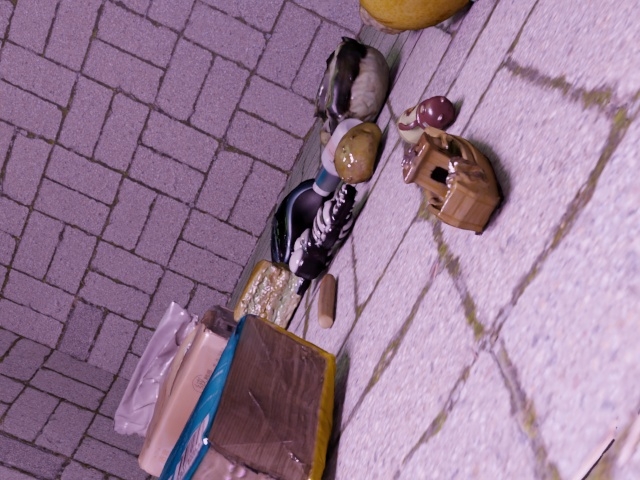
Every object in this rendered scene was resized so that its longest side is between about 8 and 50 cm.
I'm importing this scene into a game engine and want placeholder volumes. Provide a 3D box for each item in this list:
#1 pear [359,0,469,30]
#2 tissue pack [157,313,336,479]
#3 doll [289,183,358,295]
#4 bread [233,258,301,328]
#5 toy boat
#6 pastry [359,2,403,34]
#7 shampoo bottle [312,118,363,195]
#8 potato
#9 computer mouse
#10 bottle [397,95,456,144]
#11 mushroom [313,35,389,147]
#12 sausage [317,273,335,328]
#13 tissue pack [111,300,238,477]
[{"bbox_3d":[0.142,-0.413,1.006,0.208,0.209,0.209,-63,8,16],"label":"pear"},{"bbox_3d":[-0.091,0.244,0.754,0.270,0.134,0.192,-60,9,34],"label":"tissue pack"},{"bbox_3d":[0.000,0.000,1.161,0.091,0.067,0.219,-82,16,-51],"label":"doll"},{"bbox_3d":[-0.099,0.106,1.367,0.138,0.102,0.196,-62,7,1],"label":"bread"},{"bbox_3d":[0.106,-0.062,0.625,0.064,0.072,0.206,-61,10,18],"label":"toy boat"},{"bbox_3d":[0.182,-0.533,1.342,0.329,0.137,0.329,-62,10,19],"label":"pastry"},{"bbox_3d":[0.034,-0.153,1.375,0.192,0.074,0.074,-55,13,48],"label":"shampoo bottle"},{"bbox_3d":[0.062,-0.151,1.195,0.091,0.070,0.138,-58,10,36],"label":"potato"},{"bbox_3d":[-0.051,-0.043,1.525,0.233,0.096,0.137,-68,9,-27],"label":"computer mouse"},{"bbox_3d":[0.128,-0.147,0.840,0.063,0.047,0.101,-56,7,-10],"label":"bottle"},{"bbox_3d":[0.065,-0.302,1.499,0.344,0.130,0.247,-138,57,-83],"label":"mushroom"},{"bbox_3d":[0.009,0.083,1.000,0.024,0.024,0.132,-62,9,23],"label":"sausage"},{"bbox_3d":[-0.253,0.283,1.385,0.305,0.239,0.238,-64,8,8],"label":"tissue pack"}]
